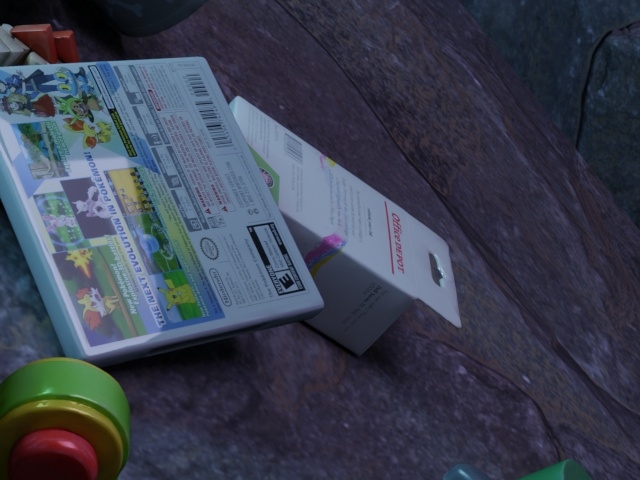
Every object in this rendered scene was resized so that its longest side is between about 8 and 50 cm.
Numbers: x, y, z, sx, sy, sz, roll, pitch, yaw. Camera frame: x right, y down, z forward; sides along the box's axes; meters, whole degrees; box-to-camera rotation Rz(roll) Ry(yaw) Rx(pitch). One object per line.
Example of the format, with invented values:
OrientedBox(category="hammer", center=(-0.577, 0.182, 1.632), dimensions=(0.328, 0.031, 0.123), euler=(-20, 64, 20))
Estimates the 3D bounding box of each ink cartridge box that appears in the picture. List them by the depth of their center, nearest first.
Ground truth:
OrientedBox(category="ink cartridge box", center=(0.000, 0.000, 1.613), dimensions=(0.353, 0.119, 0.207), euler=(33, 27, -20))

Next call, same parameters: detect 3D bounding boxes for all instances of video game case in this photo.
OrientedBox(category="video game case", center=(-0.179, -0.042, 1.338), dimensions=(0.300, 0.036, 0.329), euler=(-10, 67, -41))

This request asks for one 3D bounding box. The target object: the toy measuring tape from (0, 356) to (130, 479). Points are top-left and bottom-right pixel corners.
OrientedBox(category="toy measuring tape", center=(-0.161, 0.182, 1.072), dimensions=(0.330, 0.121, 0.121), euler=(32, 26, -25))

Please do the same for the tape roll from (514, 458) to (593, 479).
OrientedBox(category="tape roll", center=(0.288, 0.388, 1.351), dimensions=(0.321, 0.077, 0.321), euler=(55, 18, -28))

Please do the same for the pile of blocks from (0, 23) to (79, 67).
OrientedBox(category="pile of blocks", center=(-0.352, -0.217, 1.427), dimensions=(0.362, 0.112, 0.149), euler=(19, 34, -44))

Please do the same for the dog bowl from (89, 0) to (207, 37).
OrientedBox(category="dog bowl", center=(-0.210, -0.448, 1.762), dimensions=(0.102, 0.349, 0.348), euler=(32, 26, -38))

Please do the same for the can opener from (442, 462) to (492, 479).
OrientedBox(category="can opener", center=(0.191, 0.362, 1.348), dimensions=(0.076, 0.095, 0.283), euler=(11, 40, -50))
